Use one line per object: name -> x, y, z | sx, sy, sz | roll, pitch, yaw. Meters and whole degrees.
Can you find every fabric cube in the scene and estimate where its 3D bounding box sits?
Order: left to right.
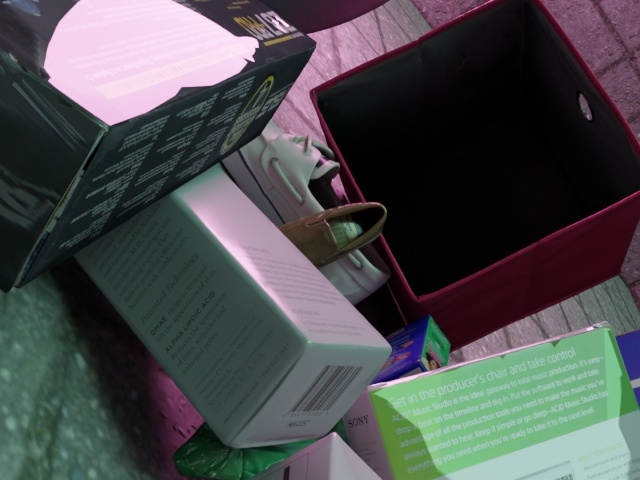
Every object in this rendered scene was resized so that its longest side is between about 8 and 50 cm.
fabric cube -> 0.168, -0.056, 1.047 | 0.258, 0.259, 0.254 | 64, 0, -67

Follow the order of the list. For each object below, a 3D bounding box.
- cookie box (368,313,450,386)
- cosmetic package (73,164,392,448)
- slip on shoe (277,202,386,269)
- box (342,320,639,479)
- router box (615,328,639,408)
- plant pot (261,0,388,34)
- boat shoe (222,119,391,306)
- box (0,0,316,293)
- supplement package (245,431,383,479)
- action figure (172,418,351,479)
cookie box -> 0.067, 0.120, 0.884 | 0.040, 0.092, 0.107 | 57, 19, -10
cosmetic package -> -0.074, 0.018, 0.622 | 0.231, 0.085, 0.117 | 44, 13, 27
slip on shoe -> 0.000, 0.000, 0.867 | 0.051, 0.135, 0.041 | 68, -24, 6
box -> 0.162, 0.237, 0.705 | 0.232, 0.058, 0.322 | -10, 79, -28
router box -> 0.300, 0.296, 0.838 | 0.301, 0.082, 0.335 | 96, -27, -43
plant pot -> -0.073, -0.341, 1.101 | 0.290, 0.195, 0.290 | 47, 22, -26
boat shoe -> -0.024, -0.058, 0.945 | 0.267, 0.088, 0.096 | 62, 20, 12
box -> -0.186, -0.153, 0.550 | 0.318, 0.097, 0.395 | 34, 20, 0
supplement package -> 0.027, 0.268, 0.475 | 0.262, 0.145, 0.204 | 49, 21, -24
action figure -> -0.027, 0.135, 0.678 | 0.232, 0.063, 0.137 | 14, 49, -64
